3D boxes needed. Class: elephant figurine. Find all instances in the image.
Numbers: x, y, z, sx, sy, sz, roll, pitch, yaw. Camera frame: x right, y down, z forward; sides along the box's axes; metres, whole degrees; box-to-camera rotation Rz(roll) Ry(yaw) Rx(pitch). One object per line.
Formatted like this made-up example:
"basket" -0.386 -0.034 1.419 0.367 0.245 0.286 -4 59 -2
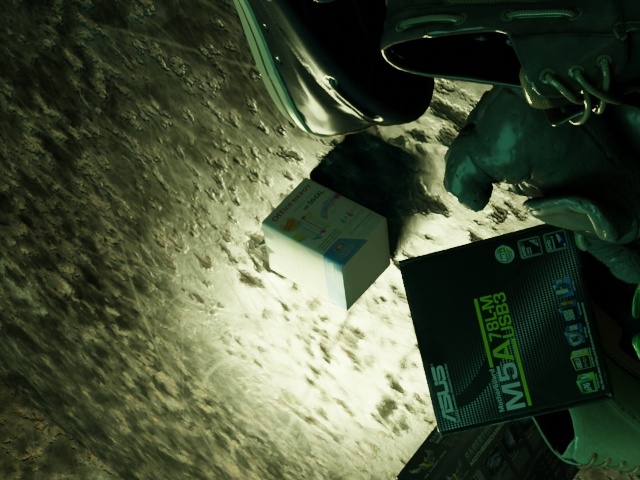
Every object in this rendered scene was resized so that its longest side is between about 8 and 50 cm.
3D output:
"elephant figurine" 0.247 -0.061 1.338 0.239 0.186 0.169 33 109 -1

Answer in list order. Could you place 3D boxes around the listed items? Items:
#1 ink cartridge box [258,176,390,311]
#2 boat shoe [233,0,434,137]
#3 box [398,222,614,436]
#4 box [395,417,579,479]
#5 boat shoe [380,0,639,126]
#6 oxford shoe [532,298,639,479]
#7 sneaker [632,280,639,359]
"ink cartridge box" 0.000 0.000 1.772 0.143 0.092 0.090 28 148 27
"boat shoe" -0.022 -0.288 1.326 0.156 0.187 0.500 12 144 37
"box" 0.190 0.090 1.505 0.045 0.184 0.191 7 -110 -76
"box" 0.206 0.266 1.715 0.059 0.233 0.183 4 133 46
"boat shoe" 0.203 -0.150 1.145 0.355 0.130 0.132 15 163 36
"oxford shoe" 0.325 0.212 1.575 0.397 0.146 0.140 40 152 7
"sneaker" 0.338 0.076 1.361 0.109 0.123 0.295 31 169 30
